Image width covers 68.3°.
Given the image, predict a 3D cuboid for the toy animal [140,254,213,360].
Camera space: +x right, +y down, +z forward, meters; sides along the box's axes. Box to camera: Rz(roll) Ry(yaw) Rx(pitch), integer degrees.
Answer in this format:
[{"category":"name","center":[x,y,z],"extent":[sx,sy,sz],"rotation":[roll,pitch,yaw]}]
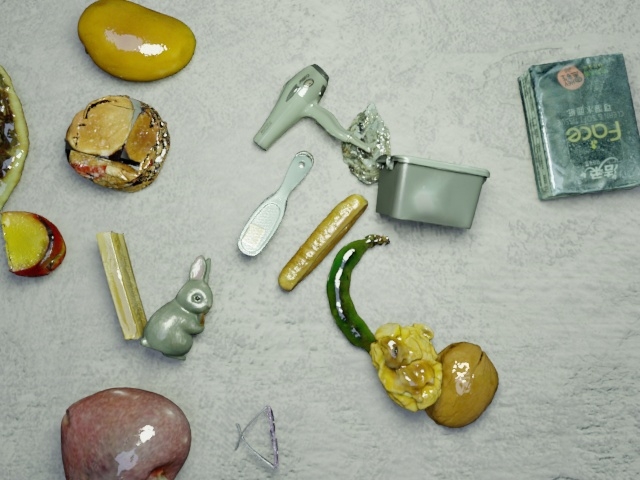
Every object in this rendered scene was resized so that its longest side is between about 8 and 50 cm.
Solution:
[{"category":"toy animal","center":[-0.304,0.154,1.069],"extent":[0.108,0.138,0.237],"rotation":[30,91,35]}]

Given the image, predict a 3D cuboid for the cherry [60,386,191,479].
[{"category":"cherry","center":[-0.419,0.445,1.007],"extent":[0.307,0.221,0.261],"rotation":[27,78,14]}]

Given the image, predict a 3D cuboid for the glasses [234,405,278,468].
[{"category":"glasses","center":[-0.153,0.454,1.083],"extent":[0.103,0.062,0.140],"rotation":[-7,86,0]}]

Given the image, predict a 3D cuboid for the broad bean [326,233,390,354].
[{"category":"broad bean","center":[0.084,0.125,1.111],"extent":[0.143,0.049,0.292],"rotation":[5,86,-2]}]

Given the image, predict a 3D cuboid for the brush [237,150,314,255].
[{"category":"brush","center":[-0.102,-0.086,1.123],"extent":[0.068,0.060,0.297],"rotation":[31,73,1]}]

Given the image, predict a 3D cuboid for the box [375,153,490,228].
[{"category":"box","center":[0.240,-0.109,1.062],"extent":[0.243,0.163,0.135],"rotation":[6,97,-15]}]

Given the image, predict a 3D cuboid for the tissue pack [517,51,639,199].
[{"category":"tissue pack","center":[0.612,-0.263,1.113],"extent":[0.227,0.103,0.316],"rotation":[-8,86,1]}]

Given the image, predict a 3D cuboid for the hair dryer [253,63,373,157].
[{"category":"hair dryer","center":[-0.037,-0.250,1.102],"extent":[0.229,0.092,0.267],"rotation":[-31,77,11]}]

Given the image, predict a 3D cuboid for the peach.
[{"category":"peach","center":[-0.664,0.007,1.089],"extent":[0.127,0.092,0.172],"rotation":[-43,76,-8]}]

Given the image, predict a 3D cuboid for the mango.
[{"category":"mango","center":[-0.427,-0.455,1.094],"extent":[0.254,0.139,0.176],"rotation":[15,90,-6]}]

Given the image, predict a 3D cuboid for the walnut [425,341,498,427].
[{"category":"walnut","center":[0.330,0.342,1.083],"extent":[0.167,0.087,0.211],"rotation":[27,87,-3]}]

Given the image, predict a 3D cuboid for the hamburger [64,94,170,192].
[{"category":"hamburger","center":[-0.468,-0.226,1.098],"extent":[0.230,0.107,0.231],"rotation":[0,83,2]}]

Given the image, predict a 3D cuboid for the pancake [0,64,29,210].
[{"category":"pancake","center":[-0.835,-0.202,1.122],"extent":[0.304,0.067,0.427],"rotation":[-8,88,6]}]

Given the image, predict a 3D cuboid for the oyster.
[{"category":"oyster","center":[0.111,-0.227,1.127],"extent":[0.124,0.064,0.177],"rotation":[-22,89,-6]}]

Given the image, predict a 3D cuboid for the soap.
[{"category":"soap","center":[-0.451,0.103,1.084],"extent":[0.037,0.092,0.252],"rotation":[-16,87,-3]}]

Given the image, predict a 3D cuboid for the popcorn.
[{"category":"popcorn","center":[0.190,0.272,1.061],"extent":[0.140,0.163,0.194],"rotation":[-28,100,37]}]

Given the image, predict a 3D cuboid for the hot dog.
[{"category":"hot dog","center":[0.003,0.002,1.101],"extent":[0.061,0.088,0.286],"rotation":[41,84,7]}]
